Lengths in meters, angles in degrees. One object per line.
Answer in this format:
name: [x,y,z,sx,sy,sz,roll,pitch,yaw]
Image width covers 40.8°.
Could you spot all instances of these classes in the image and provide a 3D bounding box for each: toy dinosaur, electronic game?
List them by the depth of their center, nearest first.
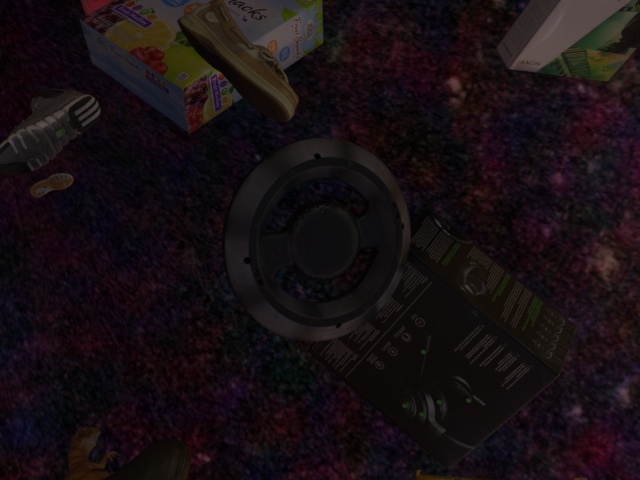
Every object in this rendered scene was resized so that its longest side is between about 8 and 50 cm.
toy dinosaur: [-0.248,0.272,0.905,0.112,0.211,0.064,25,100,-13]
electronic game: [0.000,0.000,0.960,0.229,0.048,0.229,-3,98,-25]

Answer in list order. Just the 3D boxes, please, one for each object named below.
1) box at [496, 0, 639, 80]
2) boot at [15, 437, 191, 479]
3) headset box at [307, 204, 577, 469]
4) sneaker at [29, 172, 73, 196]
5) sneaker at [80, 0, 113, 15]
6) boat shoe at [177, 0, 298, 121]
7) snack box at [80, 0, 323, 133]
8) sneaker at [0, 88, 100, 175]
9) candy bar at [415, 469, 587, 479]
box: [0.458,-0.389,1.355,0.232,0.058,0.322,0,145,-28]
boot: [-0.206,0.227,0.715,0.219,0.082,0.106,-46,127,-27]
headset box: [0.171,0.141,1.183,0.246,0.283,0.131,-54,174,36]
sneaker: [-0.493,-0.107,1.586,0.083,0.037,0.032,-17,109,4]
sneaker: [-0.390,-0.524,1.609,0.116,0.136,0.313,0,125,-24]
boat shoe: [-0.061,-0.153,0.712,0.048,0.153,0.056,-40,142,-7]
snack box: [-0.128,-0.233,0.959,0.207,0.174,0.070,-40,151,-28]
sneaker: [-0.537,-0.213,1.628,0.229,0.132,0.086,-37,138,-23]
candy bar: [0.148,0.218,0.731,0.018,0.161,0.040,-5,88,-56]
